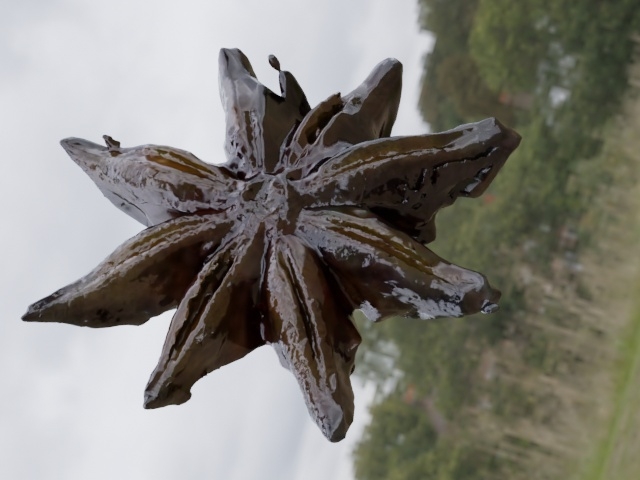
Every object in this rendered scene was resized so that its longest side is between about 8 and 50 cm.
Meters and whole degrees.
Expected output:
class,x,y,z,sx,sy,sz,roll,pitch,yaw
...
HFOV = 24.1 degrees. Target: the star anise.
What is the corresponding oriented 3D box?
class,x,y,z,sx,sy,sz,roll,pitch,yaw
star anise,-0.022,0.005,0.797,0.102,0.272,0.272,75,-150,-52
